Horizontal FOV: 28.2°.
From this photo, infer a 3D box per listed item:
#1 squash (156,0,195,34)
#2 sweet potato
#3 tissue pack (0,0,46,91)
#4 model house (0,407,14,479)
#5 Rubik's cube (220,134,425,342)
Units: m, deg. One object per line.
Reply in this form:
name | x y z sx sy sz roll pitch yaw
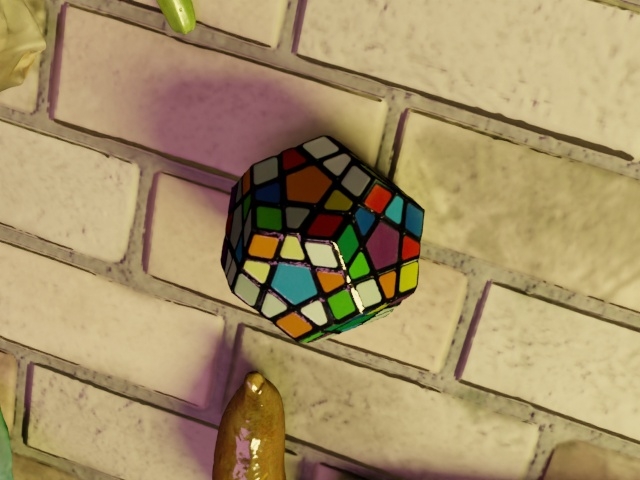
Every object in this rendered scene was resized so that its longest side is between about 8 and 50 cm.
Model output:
squash | -0.099 -0.167 0.781 0.027 0.027 0.089 -18 113 27
sweet potato | -0.038 0.198 0.945 0.069 0.059 0.249 -22 116 -12
tissue pack | -0.412 -0.178 0.749 0.390 0.195 0.375 -23 116 2
model house | -0.396 0.248 1.009 0.249 0.280 0.230 -41 64 57
Rubik's cube | 0.000 0.000 0.789 0.133 0.112 0.133 9 122 16
